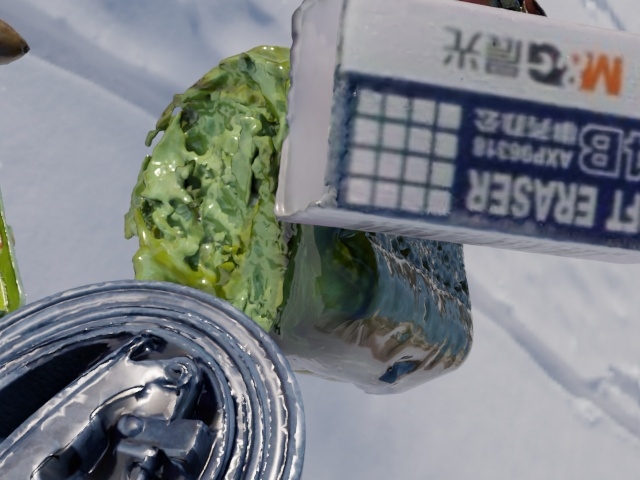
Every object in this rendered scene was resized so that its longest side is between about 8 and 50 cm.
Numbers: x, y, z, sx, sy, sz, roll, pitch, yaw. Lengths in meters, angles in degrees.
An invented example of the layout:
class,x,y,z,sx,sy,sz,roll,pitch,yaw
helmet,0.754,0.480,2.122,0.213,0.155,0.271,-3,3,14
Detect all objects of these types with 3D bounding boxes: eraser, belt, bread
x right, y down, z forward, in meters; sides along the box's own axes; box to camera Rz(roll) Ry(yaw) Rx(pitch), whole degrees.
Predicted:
class,x,y,z,sx,sy,sz,roll,pitch,yaw
eraser,0.125,-0.057,0.712,0.287,0.086,0.130,8,86,-18
belt,-0.088,0.099,0.430,0.190,0.141,0.082,-41,149,-30
bread,0.000,0.000,1.077,0.376,0.208,0.251,23,63,-63

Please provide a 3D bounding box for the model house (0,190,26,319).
class,x,y,z,sx,sy,sz,roll,pitch,yaw
model house,-0.541,-0.021,1.468,0.313,0.242,0.358,16,45,-41

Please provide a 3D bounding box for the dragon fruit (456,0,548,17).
class,x,y,z,sx,sy,sz,roll,pitch,yaw
dragon fruit,0.121,-0.266,1.243,0.192,0.274,0.193,-17,135,-32

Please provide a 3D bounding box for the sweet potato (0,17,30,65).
class,x,y,z,sx,sy,sz,roll,pitch,yaw
sweet potato,-0.412,-0.182,1.049,0.092,0.341,0.114,-77,160,-80
